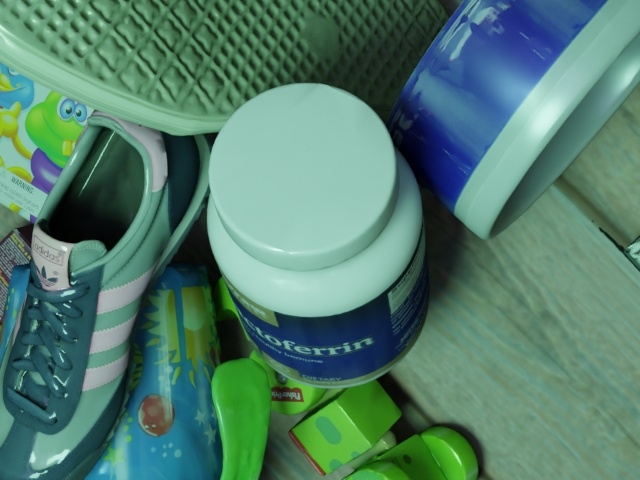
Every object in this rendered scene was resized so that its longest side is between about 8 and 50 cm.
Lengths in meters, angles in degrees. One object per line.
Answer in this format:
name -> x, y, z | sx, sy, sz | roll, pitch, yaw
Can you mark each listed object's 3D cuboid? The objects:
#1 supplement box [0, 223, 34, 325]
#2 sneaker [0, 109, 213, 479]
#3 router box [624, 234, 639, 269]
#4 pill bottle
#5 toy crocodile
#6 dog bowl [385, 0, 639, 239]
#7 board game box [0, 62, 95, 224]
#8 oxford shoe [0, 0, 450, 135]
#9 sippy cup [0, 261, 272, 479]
supplement box -> -0.275, 0.032, 1.477 | 0.083, 0.043, 0.055 | -40, 86, 20
sneaker -> -0.189, 0.043, 1.215 | 0.112, 0.131, 0.319 | 20, 89, 22
router box -> 0.348, 0.028, 1.282 | 0.179, 0.046, 0.133 | 47, 109, 5
pill bottle -> 0.000, 0.000, 1.191 | 0.153, 0.265, 0.153 | -2, 68, 5
toy crocodile -> 0.027, 0.160, 1.370 | 0.105, 0.115, 0.340 | -39, 84, 39
dog bowl -> 0.166, -0.132, 1.198 | 0.104, 0.265, 0.265 | 40, 108, 10
board game box -> -0.181, -0.158, 1.365 | 0.142, 0.144, 0.275 | 31, 106, 11
oxford shoe -> -0.086, -0.147, 1.211 | 0.130, 0.449, 0.169 | -13, 78, 45
sippy cup -> -0.175, 0.128, 1.374 | 0.305, 0.240, 0.224 | 0, 91, 10
